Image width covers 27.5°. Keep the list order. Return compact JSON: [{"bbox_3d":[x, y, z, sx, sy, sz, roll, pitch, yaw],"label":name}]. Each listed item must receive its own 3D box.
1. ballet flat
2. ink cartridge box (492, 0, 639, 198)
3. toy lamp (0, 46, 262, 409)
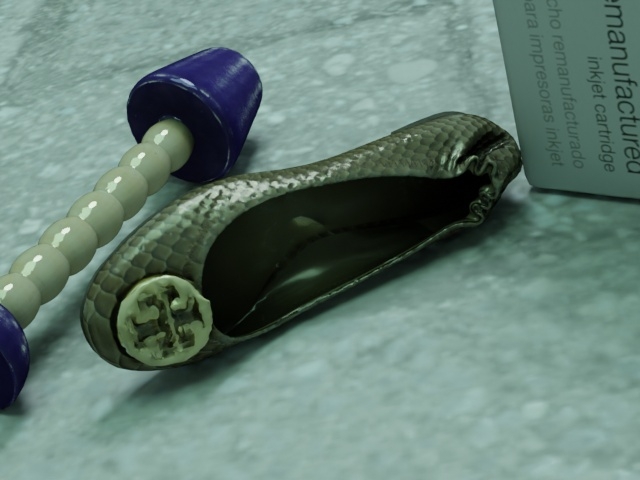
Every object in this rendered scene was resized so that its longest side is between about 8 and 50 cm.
[{"bbox_3d":[0.000,0.000,0.657,0.250,0.084,0.058,-23,32,-22],"label":"ballet flat"},{"bbox_3d":[0.280,-0.159,0.582,0.395,0.285,0.166,8,41,33],"label":"ink cartridge box"},{"bbox_3d":[-0.118,-0.024,0.737,0.080,0.080,0.274,6,37,29],"label":"toy lamp"}]
